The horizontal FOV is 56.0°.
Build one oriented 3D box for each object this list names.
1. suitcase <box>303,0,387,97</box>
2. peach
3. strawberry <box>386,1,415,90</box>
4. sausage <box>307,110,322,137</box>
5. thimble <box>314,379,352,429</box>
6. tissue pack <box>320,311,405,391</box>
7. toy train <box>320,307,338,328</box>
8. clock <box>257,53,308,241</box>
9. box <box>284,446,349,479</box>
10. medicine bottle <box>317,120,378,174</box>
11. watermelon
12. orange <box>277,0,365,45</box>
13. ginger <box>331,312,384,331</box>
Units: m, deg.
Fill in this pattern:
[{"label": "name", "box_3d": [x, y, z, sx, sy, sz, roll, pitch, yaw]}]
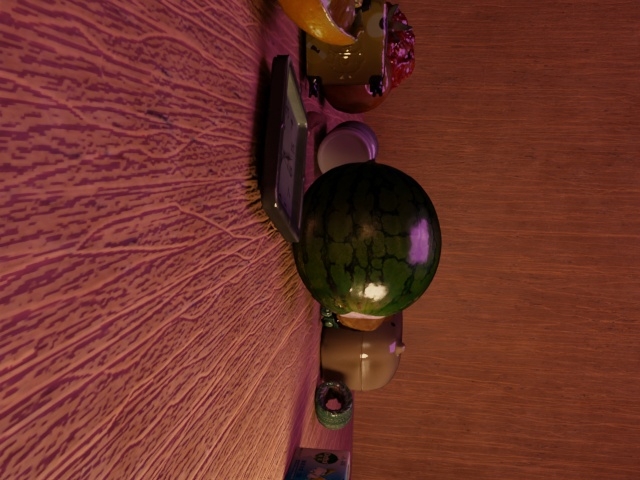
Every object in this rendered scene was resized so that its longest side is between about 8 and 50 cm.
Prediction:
[{"label": "suitcase", "box_3d": [0.056, -0.455, 1.383, 0.143, 0.194, 0.234, -90, 180, -67]}, {"label": "peach", "box_3d": [0.090, -0.471, 1.689, 0.235, 0.214, 0.214, 7, 85, -65]}, {"label": "strawberry", "box_3d": [0.182, -0.603, 1.988, 0.310, 0.292, 0.291, 61, 31, -63]}, {"label": "sausage", "box_3d": [-0.029, -0.262, 1.361, 0.186, 0.043, 0.043, -69, 160, -66]}, {"label": "thimble", "box_3d": [0.041, 0.513, 1.876, 0.135, 0.119, 0.090, -103, -168, -49]}, {"label": "tissue pack", "box_3d": [0.154, 0.321, 2.086, 0.387, 0.277, 0.267, -76, 169, -53]}, {"label": "toy train", "box_3d": [0.058, 0.207, 1.932, 0.170, 0.111, 0.071, -80, 165, -45]}, {"label": "clock", "box_3d": [-0.067, -0.154, 1.090, 0.279, 0.049, 0.273, 66, 27, -74]}, {"label": "box", "box_3d": [-0.006, 0.579, 1.449, 0.194, 0.139, 0.073, -44, 136, -80]}, {"label": "medicine bottle", "box_3d": [0.083, -0.259, 1.747, 0.273, 0.165, 0.165, -63, 155, -74]}, {"label": "watermelon", "box_3d": [0.105, -0.005, 1.361, 0.363, 0.363, 0.363, 3, 90, -83]}, {"label": "orange", "box_3d": [0.005, -0.474, 0.991, 0.262, 0.196, 0.334, 63, 22, -45]}, {"label": "ginger", "box_3d": [0.129, 0.106, 1.634, 0.223, 0.200, 0.269, -33, -104, 61]}]
